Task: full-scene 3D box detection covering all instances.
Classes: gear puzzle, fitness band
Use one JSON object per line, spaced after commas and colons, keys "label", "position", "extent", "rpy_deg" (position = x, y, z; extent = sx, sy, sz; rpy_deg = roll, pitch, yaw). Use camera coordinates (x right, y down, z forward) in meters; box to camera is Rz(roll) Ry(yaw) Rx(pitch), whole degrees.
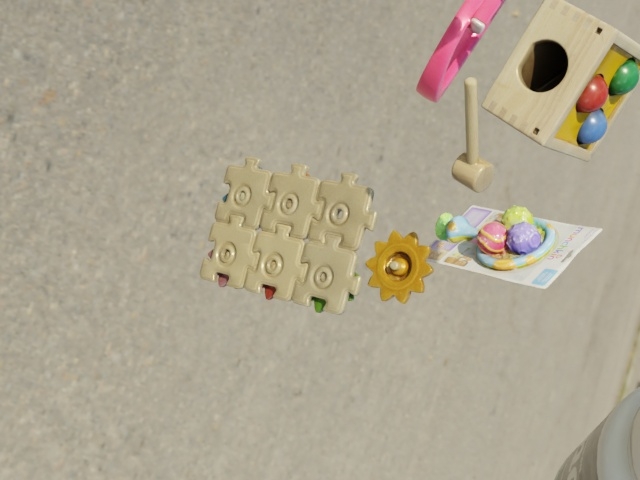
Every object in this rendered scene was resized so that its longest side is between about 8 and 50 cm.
{"label": "gear puzzle", "position": [0.000, 0.000, 1.232], "extent": [0.044, 0.339, 0.175], "rpy_deg": [18, 86, -53]}
{"label": "fitness band", "position": [0.258, -0.363, 1.728], "extent": [0.291, 0.054, 0.209], "rpy_deg": [-54, 174, -31]}

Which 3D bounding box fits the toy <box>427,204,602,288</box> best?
{"label": "toy", "position": [0.253, -0.010, 1.390], "extent": [0.137, 0.237, 0.056], "rpy_deg": [-41, 119, -26]}

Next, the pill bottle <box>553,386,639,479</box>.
{"label": "pill bottle", "position": [0.383, 0.267, 1.075], "extent": [0.361, 0.204, 0.204], "rpy_deg": [93, 21, -63]}

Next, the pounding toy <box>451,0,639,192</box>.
{"label": "pounding toy", "position": [0.219, -0.125, 0.982], "extent": [0.181, 0.094, 0.206], "rpy_deg": [5, 119, -55]}
